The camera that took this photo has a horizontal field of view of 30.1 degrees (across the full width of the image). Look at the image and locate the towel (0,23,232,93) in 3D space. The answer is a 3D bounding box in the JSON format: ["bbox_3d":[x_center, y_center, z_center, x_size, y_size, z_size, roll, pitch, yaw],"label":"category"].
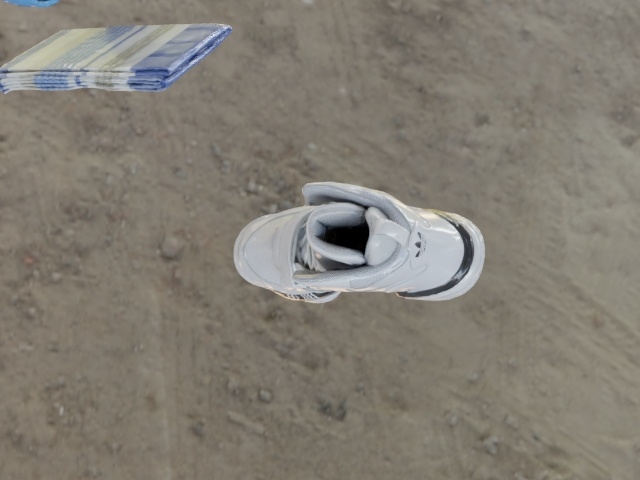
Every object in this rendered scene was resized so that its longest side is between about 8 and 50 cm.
[{"bbox_3d":[-0.289,-0.254,1.649,0.285,0.034,0.209,2,29,22],"label":"towel"}]

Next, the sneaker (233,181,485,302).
[{"bbox_3d":[0.000,0.000,1.467,0.366,0.137,0.210,1,-10,36],"label":"sneaker"}]

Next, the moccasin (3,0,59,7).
[{"bbox_3d":[-0.318,-0.428,1.501,0.138,0.117,0.342,3,46,1],"label":"moccasin"}]
